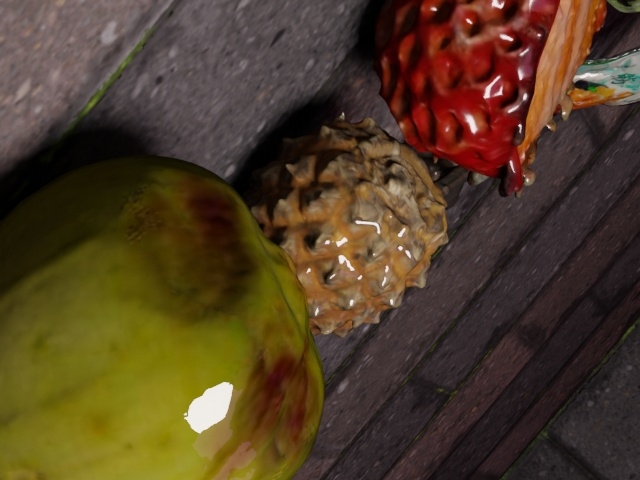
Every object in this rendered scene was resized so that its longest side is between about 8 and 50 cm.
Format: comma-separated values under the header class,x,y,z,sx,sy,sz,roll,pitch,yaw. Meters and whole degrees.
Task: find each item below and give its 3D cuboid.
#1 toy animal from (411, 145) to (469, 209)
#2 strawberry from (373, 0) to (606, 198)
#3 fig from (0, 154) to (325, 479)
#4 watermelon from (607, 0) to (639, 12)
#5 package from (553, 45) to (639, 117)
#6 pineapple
class,x,y,z,sx,sy,sz,roll,pitch,yaw
toy animal,0.065,-0.040,1.298,0.233,0.084,0.148,-44,170,-14
strawberry,0.123,-0.178,1.068,0.280,0.150,0.253,75,38,-63
fig,-0.136,0.079,0.897,0.271,0.239,0.239,-21,156,-1
watermelon,0.360,-0.265,1.311,0.215,0.188,0.188,-42,159,0
package,0.271,-0.148,1.355,0.166,0.232,0.040,55,33,-74
pineapple,0.000,0.000,1.120,0.193,0.166,0.166,-39,168,35
